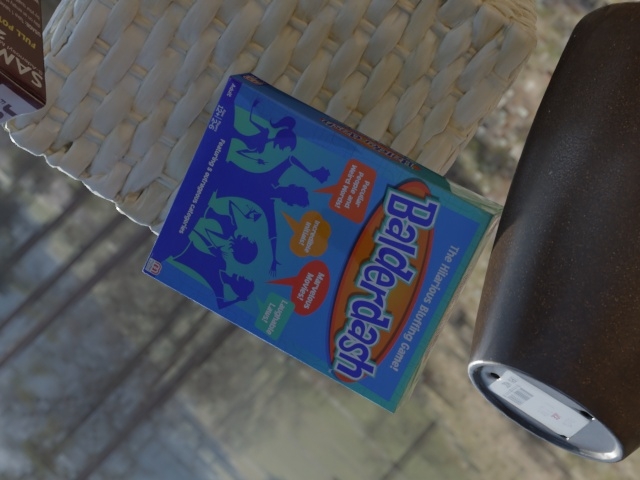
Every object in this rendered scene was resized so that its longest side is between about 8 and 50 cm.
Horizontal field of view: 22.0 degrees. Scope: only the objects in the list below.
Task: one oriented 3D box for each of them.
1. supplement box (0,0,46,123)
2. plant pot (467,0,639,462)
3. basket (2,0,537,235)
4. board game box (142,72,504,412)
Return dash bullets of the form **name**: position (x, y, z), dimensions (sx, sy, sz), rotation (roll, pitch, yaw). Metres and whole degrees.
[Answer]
- **supplement box**: position (-0.219, -0.156, 0.858), dimensions (0.073, 0.130, 0.239), rotation (39, -146, -52)
- **plant pot**: position (0.192, 0.011, 1.010), dimensions (0.215, 0.230, 0.215), rotation (31, 163, 11)
- **basket**: position (-0.032, -0.163, 1.342), dimensions (0.328, 0.331, 0.266), rotation (34, -162, -12)
- **board game box**: position (0.000, 0.000, 1.157), dimensions (0.210, 0.160, 0.047), rotation (28, -165, 12)
